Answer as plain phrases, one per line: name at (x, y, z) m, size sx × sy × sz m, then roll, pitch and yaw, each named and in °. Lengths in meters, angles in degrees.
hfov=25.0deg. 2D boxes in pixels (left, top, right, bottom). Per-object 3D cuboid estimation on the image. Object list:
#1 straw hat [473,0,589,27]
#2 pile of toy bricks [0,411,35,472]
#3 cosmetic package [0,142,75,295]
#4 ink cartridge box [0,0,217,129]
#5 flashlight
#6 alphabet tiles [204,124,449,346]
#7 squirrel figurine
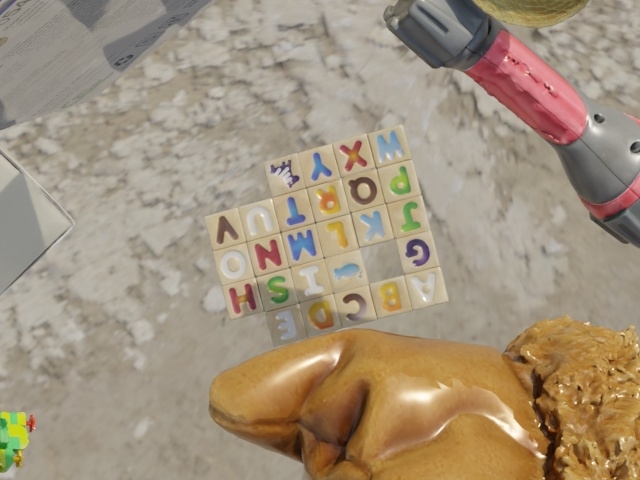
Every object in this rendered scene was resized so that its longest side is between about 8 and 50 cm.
straw hat at (0.170, -0.245, 1.130) m, size 0.144 × 0.061 × 0.144 m, roll 18°, pitch 128°, yaw 24°
pile of toy bricks at (-0.375, 0.217, 1.634) m, size 0.105 × 0.212 × 0.118 m, roll 6°, pitch 147°, yaw -29°
cosmetic package at (-0.388, -0.097, 1.398) m, size 0.113 × 0.160 × 0.309 m, roll -43°, pitch 52°, yaw -5°
ink cartridge box at (-0.173, -0.159, 0.960) m, size 0.324 × 0.330 × 0.071 m, roll -31°, pitch 89°, yaw 35°
flashlight at (0.190, -0.117, 1.237) m, size 0.304 × 0.103 × 0.103 m, roll 37°, pitch 62°, yaw -17°
alphabet tiles at (0.000, 0.000, 1.558) m, size 0.237 × 0.009 × 0.198 m, roll -15°, pitch 86°, yaw 8°
squirrel figurine at (0.152, 0.240, 1.083) m, size 0.397 × 0.370 × 0.281 m, roll -20°, pitch 121°, yaw -5°
